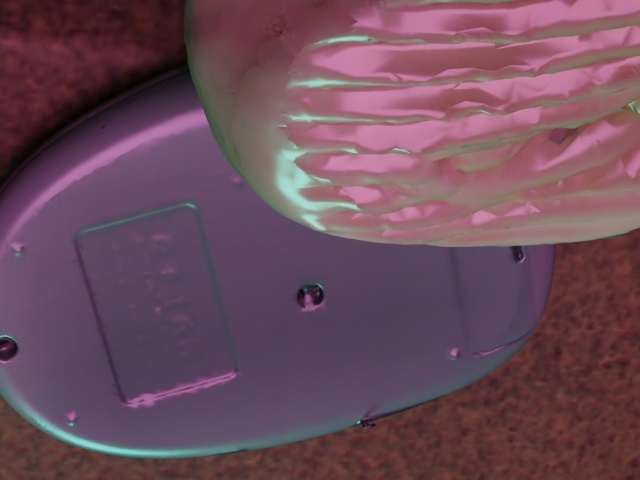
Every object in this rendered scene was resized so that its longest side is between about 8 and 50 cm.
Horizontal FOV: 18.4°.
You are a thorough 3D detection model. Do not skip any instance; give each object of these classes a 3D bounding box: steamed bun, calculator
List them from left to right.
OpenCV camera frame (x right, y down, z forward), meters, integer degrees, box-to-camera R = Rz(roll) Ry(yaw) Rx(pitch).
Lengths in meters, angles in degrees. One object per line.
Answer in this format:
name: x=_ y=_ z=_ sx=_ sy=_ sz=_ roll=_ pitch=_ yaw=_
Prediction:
calculator: x=0.000 y=0.000 z=0.825 sx=0.299 sy=0.041 sz=0.185 roll=-15 pitch=120 yaw=-7
steamed bun: x=0.089 y=-0.177 z=0.643 sx=0.339 sy=0.247 sz=0.352 roll=-22 pitch=144 yaw=8
